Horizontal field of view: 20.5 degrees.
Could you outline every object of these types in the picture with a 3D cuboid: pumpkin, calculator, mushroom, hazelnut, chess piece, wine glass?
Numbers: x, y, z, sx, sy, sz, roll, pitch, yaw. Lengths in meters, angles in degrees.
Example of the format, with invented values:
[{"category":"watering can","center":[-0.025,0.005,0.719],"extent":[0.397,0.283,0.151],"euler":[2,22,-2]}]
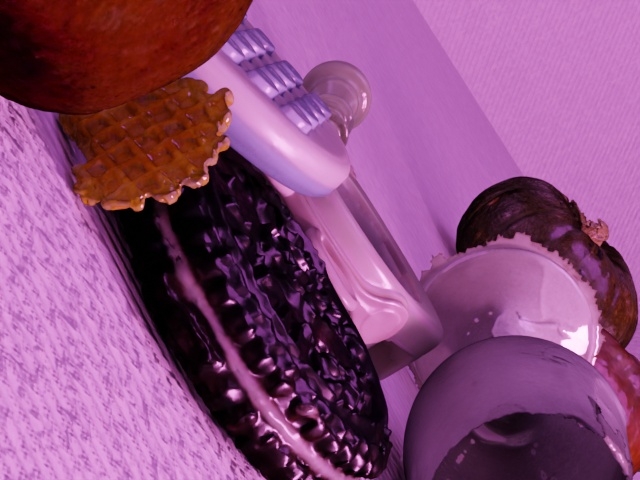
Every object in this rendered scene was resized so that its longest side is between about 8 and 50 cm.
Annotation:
[{"category":"pumpkin","center":[0.240,0.035,1.847],"extent":[0.223,0.157,0.223],"euler":[46,12,-12]},{"category":"calculator","center":[-0.096,-0.136,0.871],"extent":[0.303,0.042,0.188],"euler":[44,11,-1]},{"category":"mushroom","center":[-0.143,-0.168,0.695],"extent":[0.217,0.148,0.227],"euler":[45,-9,32]},{"category":"hazelnut","center":[0.211,0.142,1.466],"extent":[0.154,0.143,0.143],"euler":[57,10,-11]},{"category":"chess piece","center":[0.004,-0.095,1.356],"extent":[0.059,0.059,0.149],"euler":[58,17,-13]},{"category":"wine glass","center":[0.116,0.103,1.088],"extent":[0.143,0.143,0.321],"euler":[58,13,-12]}]

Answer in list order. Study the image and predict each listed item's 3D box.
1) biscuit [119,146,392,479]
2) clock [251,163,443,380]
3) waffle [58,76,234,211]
[{"category":"biscuit","center":[-0.028,0.033,0.816],"extent":[0.194,0.053,0.194],"euler":[56,10,-16]},{"category":"clock","center":[0.000,0.000,1.004],"extent":[0.151,0.062,0.191],"euler":[60,7,16]},{"category":"waffle","center":[-0.076,-0.042,0.758],"extent":[0.085,0.078,0.016],"euler":[-90,168,-44]}]
